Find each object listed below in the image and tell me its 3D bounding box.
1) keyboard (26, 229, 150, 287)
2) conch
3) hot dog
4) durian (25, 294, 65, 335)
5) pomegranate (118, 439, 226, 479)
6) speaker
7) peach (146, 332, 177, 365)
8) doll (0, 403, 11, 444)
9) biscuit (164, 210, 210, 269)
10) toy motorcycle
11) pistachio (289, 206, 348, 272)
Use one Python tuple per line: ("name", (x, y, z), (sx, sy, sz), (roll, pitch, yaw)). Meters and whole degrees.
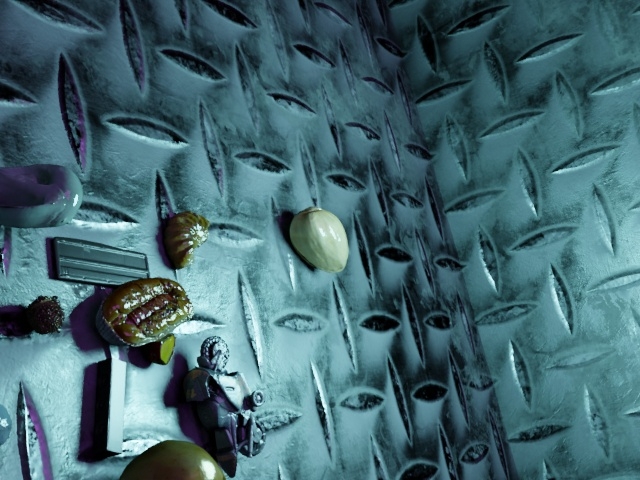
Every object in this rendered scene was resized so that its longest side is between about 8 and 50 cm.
("keyboard", (-0.490, 0.046, 1.809), (0.381, 0.041, 0.103), (23, 52, -61))
("conch", (-0.563, -0.082, 1.624), (0.221, 0.185, 0.121), (0, 102, -21))
("hot dog", (-0.380, 0.150, 1.866), (0.144, 0.075, 0.268), (59, 32, 3))
("durian", (-0.521, 0.146, 1.642), (0.080, 0.080, 0.091), (-70, 142, -50))
("pomegranate", (-0.284, 0.498, 1.664), (0.233, 0.233, 0.233), (38, 41, -44))
("speaker", (-0.422, 0.334, 1.726), (0.046, 0.040, 0.191), (35, 43, -50))
("peach", (-0.354, 0.232, 1.898), (0.077, 0.050, 0.083), (71, 28, -51))
("doll", (-0.592, 0.275, 1.449), (0.179, 0.075, 0.120), (50, -3, 6))
("biscuit", (-0.322, -0.012, 2.104), (0.118, 0.061, 0.183), (56, 32, -20))
("toy motorcycle", (-0.225, 0.379, 1.982), (0.173, 0.108, 0.307), (-30, 100, -52))
("pistachio", (0.000, 0.000, 2.574), (0.229, 0.157, 0.157), (59, 30, -30))
